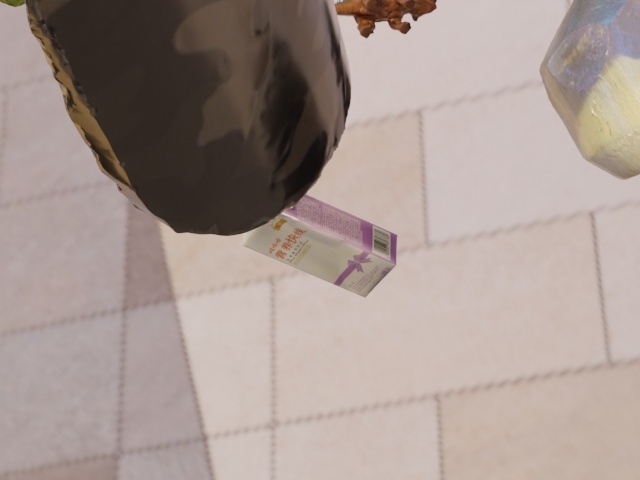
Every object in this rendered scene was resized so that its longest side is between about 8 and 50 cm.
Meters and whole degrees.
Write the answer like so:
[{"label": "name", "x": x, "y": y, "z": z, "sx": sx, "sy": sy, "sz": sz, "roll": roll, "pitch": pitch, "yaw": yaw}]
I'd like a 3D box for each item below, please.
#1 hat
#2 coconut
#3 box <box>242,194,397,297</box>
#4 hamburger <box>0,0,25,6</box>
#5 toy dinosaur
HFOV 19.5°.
[{"label": "hat", "x": -0.012, "y": -0.186, "z": 0.805, "sx": 0.257, "sy": 0.381, "sz": 0.366, "roll": -10, "pitch": 53, "yaw": 31}, {"label": "coconut", "x": 0.263, "y": -0.142, "z": 1.525, "sx": 0.161, "sy": 0.161, "sz": 0.162, "roll": -21, "pitch": 91, "yaw": 12}, {"label": "box", "x": 0.000, "y": 0.000, "z": 1.461, "sx": 0.050, "sy": 0.117, "sz": 0.036, "roll": -51, "pitch": 27, "yaw": 38}, {"label": "hamburger", "x": -0.202, "y": -0.221, "z": 1.199, "sx": 0.126, "sy": 0.141, "sz": 0.081, "roll": 10, "pitch": 27, "yaw": 5}, {"label": "toy dinosaur", "x": 0.052, "y": -0.242, "z": 1.915, "sx": 0.154, "sy": 0.049, "sz": 0.055, "roll": -4, "pitch": 39, "yaw": -21}]
